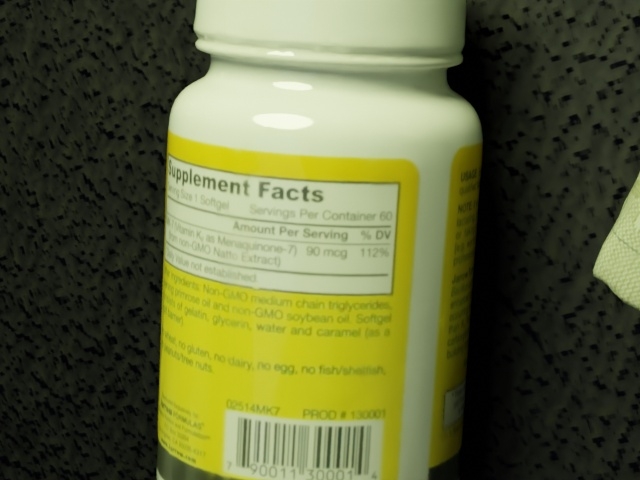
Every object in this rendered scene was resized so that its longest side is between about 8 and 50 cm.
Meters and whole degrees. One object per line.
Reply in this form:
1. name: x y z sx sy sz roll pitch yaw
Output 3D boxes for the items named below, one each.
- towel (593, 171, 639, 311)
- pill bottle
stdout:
1. towel: 0.271 -0.040 0.464 0.312 0.056 0.324 36 114 23
2. pill bottle: 0.000 0.000 0.614 0.119 0.119 0.208 11 102 34
